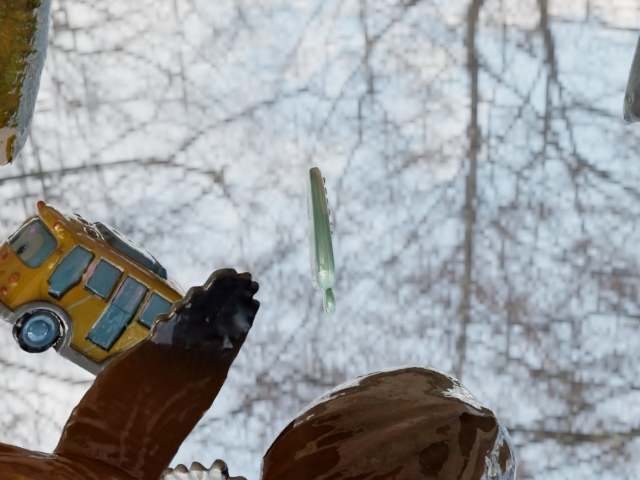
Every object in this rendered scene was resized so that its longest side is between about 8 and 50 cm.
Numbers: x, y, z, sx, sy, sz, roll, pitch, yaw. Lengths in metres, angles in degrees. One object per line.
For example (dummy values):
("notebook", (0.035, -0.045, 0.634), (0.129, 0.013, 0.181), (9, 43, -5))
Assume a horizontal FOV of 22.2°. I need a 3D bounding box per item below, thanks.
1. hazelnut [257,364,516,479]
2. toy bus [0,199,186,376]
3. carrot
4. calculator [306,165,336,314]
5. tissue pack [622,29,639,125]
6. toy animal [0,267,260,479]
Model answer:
("hazelnut", (0.049, 0.198, 1.174), (0.210, 0.186, 0.210), (-6, -156, 3))
("toy bus", (-0.226, 0.055, 1.591), (0.136, 0.209, 0.126), (-53, -147, 2))
("carrot", (-0.257, -0.143, 1.287), (0.082, 0.173, 0.082), (11, -167, -3))
("calculator", (0.000, 0.000, 1.665), (0.021, 0.153, 0.095), (-3, 173, -4))
("tissue pack", (0.356, -0.244, 1.163), (0.122, 0.361, 0.259), (17, 174, -20))
("toy animal", (-0.189, 0.169, 1.116), (0.284, 0.302, 0.225), (6, -142, -14))
